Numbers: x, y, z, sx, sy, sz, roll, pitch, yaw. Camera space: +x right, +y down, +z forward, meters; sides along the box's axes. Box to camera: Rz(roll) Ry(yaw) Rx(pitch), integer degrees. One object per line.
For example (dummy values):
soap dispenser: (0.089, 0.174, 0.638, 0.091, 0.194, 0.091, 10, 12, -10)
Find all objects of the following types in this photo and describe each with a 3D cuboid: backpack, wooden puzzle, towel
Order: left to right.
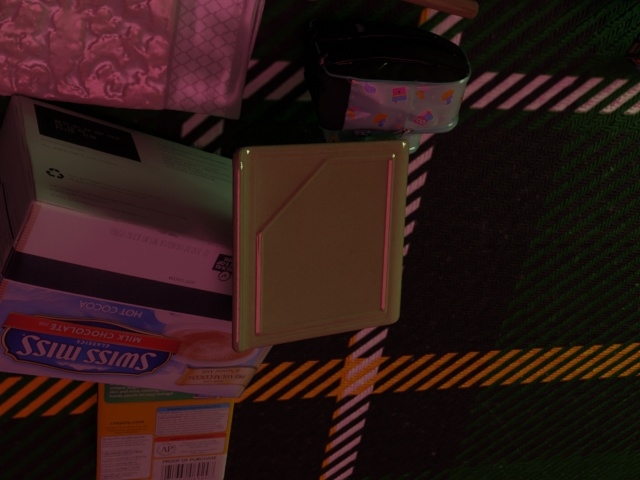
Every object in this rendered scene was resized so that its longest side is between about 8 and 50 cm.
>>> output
towel: (-0.211, -0.297, 0.885, 0.317, 0.053, 0.332, 4, 122, -19)
wooden puzzle: (0.000, 0.000, 0.901, 0.238, 0.044, 0.221, -8, 107, -34)
backpack: (0.081, -0.186, 0.978, 0.188, 0.166, 0.144, -6, 127, -8)

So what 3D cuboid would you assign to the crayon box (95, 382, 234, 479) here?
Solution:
crayon box: (-0.236, 0.238, 1.233, 0.203, 0.083, 0.323, 0, 125, -17)

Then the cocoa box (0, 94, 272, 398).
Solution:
cocoa box: (-0.224, 0.019, 0.969, 0.347, 0.231, 0.228, 15, 119, -34)

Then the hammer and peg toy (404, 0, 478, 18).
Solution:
hammer and peg toy: (0.115, -0.406, 0.845, 0.266, 0.127, 0.361, 15, 129, -31)

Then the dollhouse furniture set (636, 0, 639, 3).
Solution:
dollhouse furniture set: (0.545, -0.301, 1.039, 0.212, 0.161, 0.242, -9, 126, -10)

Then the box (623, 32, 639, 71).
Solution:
box: (0.493, -0.269, 0.964, 0.159, 0.044, 0.233, 33, 94, -17)
